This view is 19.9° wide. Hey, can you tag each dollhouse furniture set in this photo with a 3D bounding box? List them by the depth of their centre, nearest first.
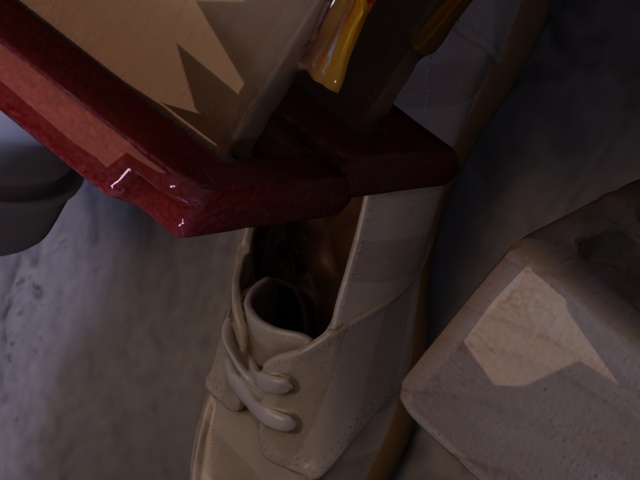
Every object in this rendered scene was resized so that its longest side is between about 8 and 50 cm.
[{"bbox_3d":[0.102,-0.038,0.378,0.374,0.152,0.201,39,110,14],"label":"dollhouse furniture set"}]

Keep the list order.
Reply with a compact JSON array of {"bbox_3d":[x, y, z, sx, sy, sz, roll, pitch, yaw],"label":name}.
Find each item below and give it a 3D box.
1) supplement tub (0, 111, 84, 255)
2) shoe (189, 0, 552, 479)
[{"bbox_3d":[-0.103,-0.152,0.582,0.191,0.191,0.272,45,113,40],"label":"supplement tub"},{"bbox_3d":[0.000,0.000,0.541,0.076,0.058,0.219,28,101,44],"label":"shoe"}]
